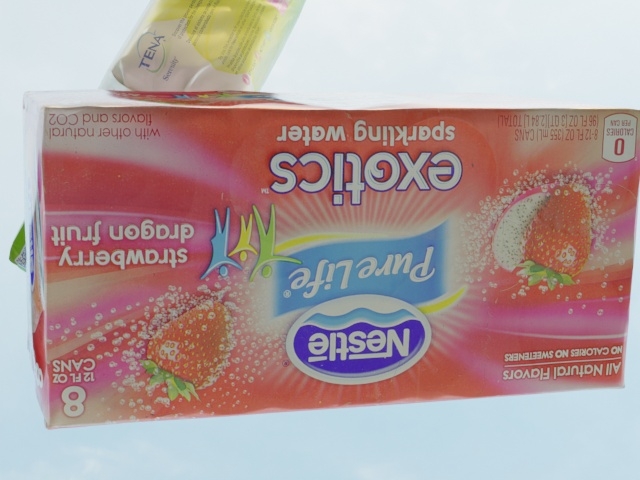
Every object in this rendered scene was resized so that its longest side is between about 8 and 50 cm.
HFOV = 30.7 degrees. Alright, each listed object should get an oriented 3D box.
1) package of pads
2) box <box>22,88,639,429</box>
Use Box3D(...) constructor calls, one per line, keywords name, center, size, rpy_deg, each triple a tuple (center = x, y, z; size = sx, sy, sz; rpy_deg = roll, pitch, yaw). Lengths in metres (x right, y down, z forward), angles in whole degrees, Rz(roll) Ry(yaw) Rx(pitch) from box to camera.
Box3D(name="package of pads", center=(-0.112, -0.119, 0.910), size=(0.101, 0.229, 0.296), rpy_deg=(31, -137, -11))
Box3D(name="box", center=(0.000, 0.000, 0.610), size=(0.300, 0.142, 0.154), rpy_deg=(-1, -80, -17))
